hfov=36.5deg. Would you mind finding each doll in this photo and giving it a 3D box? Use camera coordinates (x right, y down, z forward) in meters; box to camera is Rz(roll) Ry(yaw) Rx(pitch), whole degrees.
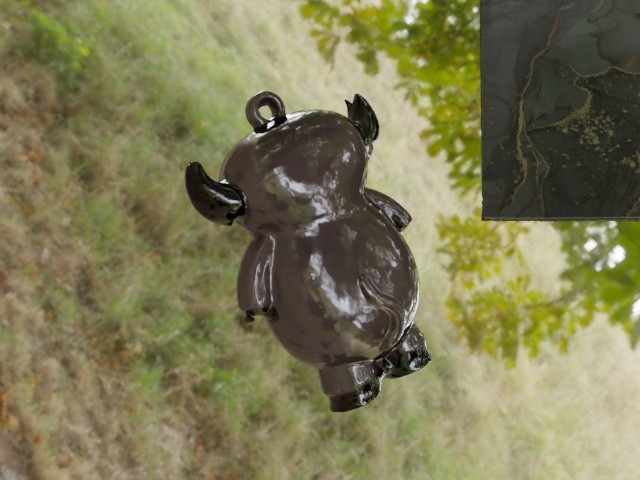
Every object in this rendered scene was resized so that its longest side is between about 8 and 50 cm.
[{"bbox_3d":[0.002,0.001,0.786,0.257,0.182,0.117,62,-29,-2],"label":"doll"}]

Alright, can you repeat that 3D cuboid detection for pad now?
[{"bbox_3d":[0.326,-0.130,0.858,0.007,0.367,0.248,70,22,-66],"label":"pad"}]
